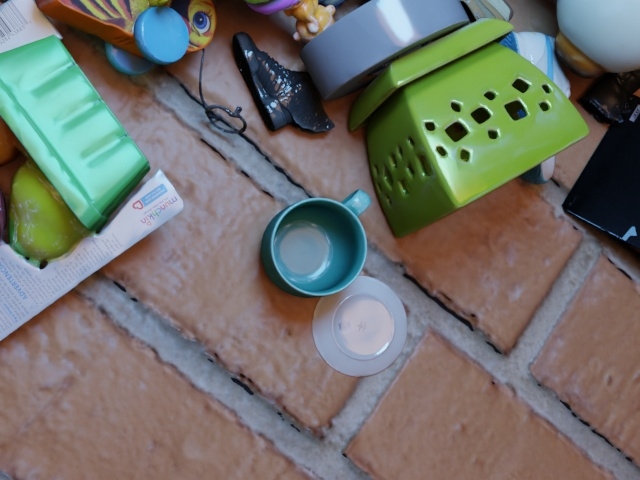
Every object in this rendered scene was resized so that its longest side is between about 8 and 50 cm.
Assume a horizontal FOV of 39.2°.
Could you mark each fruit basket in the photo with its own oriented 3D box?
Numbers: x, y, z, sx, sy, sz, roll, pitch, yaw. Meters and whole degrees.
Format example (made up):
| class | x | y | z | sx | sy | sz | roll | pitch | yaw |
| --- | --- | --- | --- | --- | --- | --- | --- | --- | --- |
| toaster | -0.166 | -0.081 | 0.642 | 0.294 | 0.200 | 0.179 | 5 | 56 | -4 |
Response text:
| class | x | y | z | sx | sy | sz | roll | pitch | yaw |
| --- | --- | --- | --- | --- | --- | --- | --- | --- | --- |
| fruit basket | -0.399 | -0.069 | 1.089 | 0.353 | 0.165 | 0.327 | -37 | 95 | -1 |

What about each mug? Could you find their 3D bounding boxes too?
| class | x | y | z | sx | sy | sz | roll | pitch | yaw |
| --- | --- | --- | --- | --- | --- | --- | --- | --- | --- |
| mug | -0.002 | 0.009 | 1.205 | 0.158 | 0.097 | 0.129 | -12 | 88 | -18 |

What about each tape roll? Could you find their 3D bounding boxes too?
| class | x | y | z | sx | sy | sz | roll | pitch | yaw |
| --- | --- | --- | --- | --- | --- | --- | --- | --- | --- |
| tape roll | 0.084 | -0.267 | 1.194 | 0.219 | 0.219 | 0.072 | -29 | 92 | -17 |

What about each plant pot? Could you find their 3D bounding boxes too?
| class | x | y | z | sx | sy | sz | roll | pitch | yaw |
| --- | --- | --- | --- | --- | --- | --- | --- | --- | --- |
| plant pot | 0.179 | -0.156 | 1.215 | 0.228 | 0.227 | 0.207 | -28 | 88 | -18 |

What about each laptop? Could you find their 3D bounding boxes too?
| class | x | y | z | sx | sy | sz | roll | pitch | yaw |
| --- | --- | --- | --- | --- | --- | --- | --- | --- | --- |
| laptop | 0.543 | -0.054 | 1.418 | 0.264 | 0.136 | 0.234 | 44 | 73 | -35 |

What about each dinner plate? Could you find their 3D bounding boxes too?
| class | x | y | z | sx | sy | sz | roll | pitch | yaw |
| --- | --- | --- | --- | --- | --- | --- | --- | --- | --- |
| dinner plate | 0.058 | 0.119 | 1.255 | 0.141 | 0.017 | 0.141 | 2 | 84 | -15 |

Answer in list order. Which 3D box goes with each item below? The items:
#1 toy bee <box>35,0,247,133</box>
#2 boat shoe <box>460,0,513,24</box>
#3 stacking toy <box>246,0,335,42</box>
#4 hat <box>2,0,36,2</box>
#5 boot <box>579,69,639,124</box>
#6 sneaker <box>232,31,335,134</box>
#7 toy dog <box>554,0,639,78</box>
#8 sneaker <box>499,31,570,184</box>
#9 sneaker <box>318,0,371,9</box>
| class | x | y | z | sx | sy | sz | roll | pitch | yaw |
| --- | --- | --- | --- | --- | --- | --- | --- | --- | --- |
| toy bee | -0.207 | -0.283 | 1.148 | 0.195 | 0.298 | 0.162 | 7 | 69 | 29 |
| boat shoe | 0.197 | -0.369 | 1.322 | 0.190 | 0.068 | 0.072 | 40 | 87 | -9 |
| stacking toy | -0.065 | -0.348 | 1.124 | 0.175 | 0.166 | 0.302 | -38 | 139 | 10 |
| hat | -0.357 | -0.439 | 1.065 | 0.331 | 0.134 | 0.331 | -2 | 110 | -6 |
| boot | 0.438 | -0.246 | 1.391 | 0.121 | 0.045 | 0.099 | 41 | 83 | -2 |
| sneaker | -0.051 | -0.217 | 1.240 | 0.089 | 0.051 | 0.170 | -25 | 97 | -17 |
| toy dog | 0.397 | -0.435 | 1.235 | 0.408 | 0.284 | 0.395 | 63 | 31 | -10 |
| sneaker | 0.325 | -0.198 | 1.330 | 0.092 | 0.087 | 0.228 | -6 | 89 | -21 |
| sneaker | -0.019 | -0.374 | 1.237 | 0.300 | 0.111 | 0.121 | -1 | 93 | -12 |
